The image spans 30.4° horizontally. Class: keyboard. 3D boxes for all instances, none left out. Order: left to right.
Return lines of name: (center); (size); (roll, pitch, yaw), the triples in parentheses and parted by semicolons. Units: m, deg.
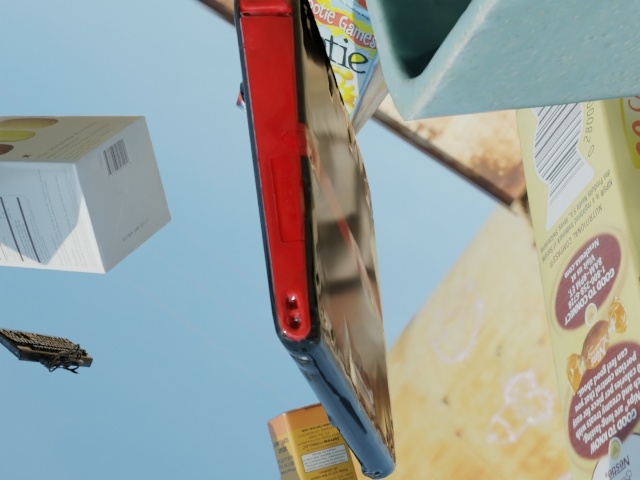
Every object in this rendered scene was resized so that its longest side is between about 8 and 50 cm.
keyboard: (-0.367, 0.142, 1.615); (0.100, 0.038, 0.192); (35, -175, 20)

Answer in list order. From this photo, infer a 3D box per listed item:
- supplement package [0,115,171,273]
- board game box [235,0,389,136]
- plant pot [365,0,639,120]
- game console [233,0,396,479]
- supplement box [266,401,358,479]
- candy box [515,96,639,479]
supplement package: (-0.318, -0.057, 1.331); (0.244, 0.133, 0.139); (3, -152, 27)
board game box: (0.018, -0.234, 1.307); (0.142, 0.275, 0.144); (33, -120, 6)
plant pot: (0.162, -0.207, 0.451); (0.252, 0.248, 0.247); (0, -118, -22)
game console: (0.000, 0.000, 1.028); (0.386, 0.060, 0.342); (64, -160, -61)
supplement box: (0.005, 0.324, 1.473); (0.080, 0.078, 0.233); (-12, -103, -24)
candy box: (0.208, 0.049, 0.559); (0.183, 0.087, 0.316); (9, -125, -15)
